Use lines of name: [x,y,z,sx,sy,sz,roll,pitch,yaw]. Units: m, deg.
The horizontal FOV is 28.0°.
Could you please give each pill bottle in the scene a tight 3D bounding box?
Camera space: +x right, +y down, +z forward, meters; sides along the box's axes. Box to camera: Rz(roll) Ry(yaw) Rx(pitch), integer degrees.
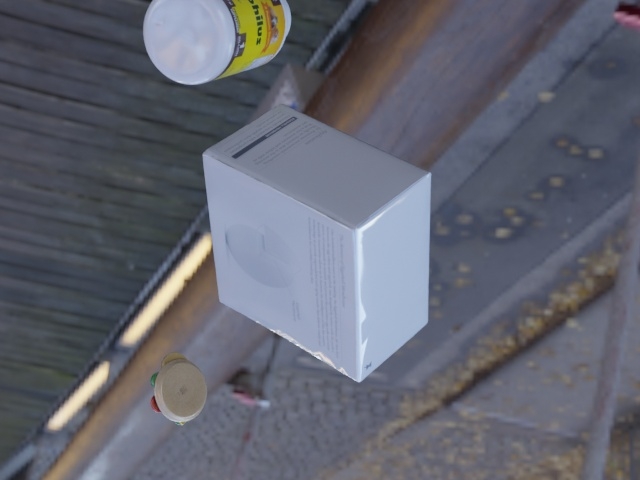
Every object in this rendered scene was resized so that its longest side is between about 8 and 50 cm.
pill bottle: [-0.115,-0.259,1.550,0.117,0.117,0.215,-8,-168,24]

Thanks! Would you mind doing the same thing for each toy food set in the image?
toy food set: [-0.180,0.191,1.634,0.020,0.083,0.083,-12,129,48]

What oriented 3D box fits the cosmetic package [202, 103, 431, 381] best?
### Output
cosmetic package: [0.000,0.000,1.461,0.224,0.138,0.224,29,139,33]
